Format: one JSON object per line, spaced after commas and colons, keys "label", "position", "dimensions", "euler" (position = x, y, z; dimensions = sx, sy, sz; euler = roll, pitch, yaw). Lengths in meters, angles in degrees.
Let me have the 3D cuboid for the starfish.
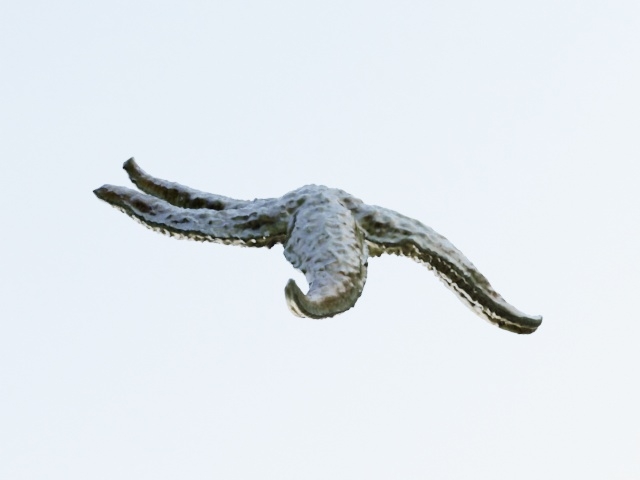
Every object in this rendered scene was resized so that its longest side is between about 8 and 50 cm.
{"label": "starfish", "position": [0.001, -0.002, 0.887], "dimensions": [0.217, 0.223, 0.050], "euler": [-10, -59, -77]}
